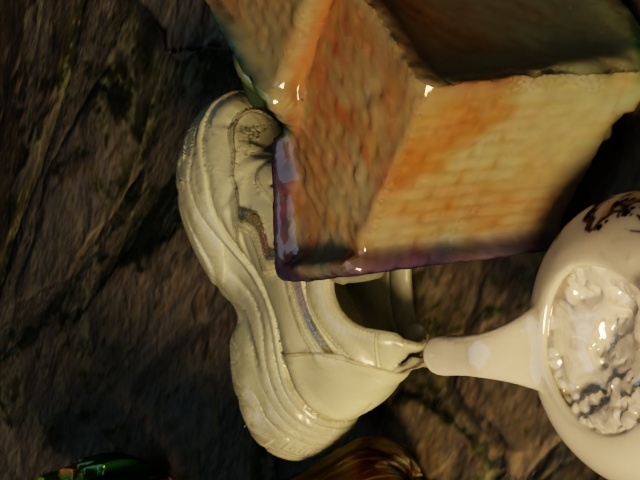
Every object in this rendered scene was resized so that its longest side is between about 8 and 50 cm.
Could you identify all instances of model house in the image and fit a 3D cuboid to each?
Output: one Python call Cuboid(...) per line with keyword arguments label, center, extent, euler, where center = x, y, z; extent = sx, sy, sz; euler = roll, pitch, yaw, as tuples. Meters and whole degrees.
Cuboid(label="model house", center=(0.056, -0.115, 1.409), extent=(0.312, 0.245, 0.280), euler=(59, 146, 35))

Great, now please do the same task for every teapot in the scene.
Cuboid(label="teapot", center=(0.208, 0.075, 1.271), extent=(0.300, 0.166, 0.208), euler=(-11, 96, 46))

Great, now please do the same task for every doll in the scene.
Cuboid(label="doll", center=(-0.233, 0.280, 1.951), extent=(0.186, 0.134, 0.106), euler=(12, 106, 61))

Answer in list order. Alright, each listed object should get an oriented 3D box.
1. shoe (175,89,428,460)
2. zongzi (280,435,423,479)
Cuboid(label="shoe", center=(0.000, 0.000, 1.598), extent=(0.210, 0.132, 0.342), euler=(-35, 63, 41))
Cuboid(label="zongzi", center=(-0.073, 0.257, 1.588), extent=(0.286, 0.288, 0.134), euler=(-53, 24, 41))
